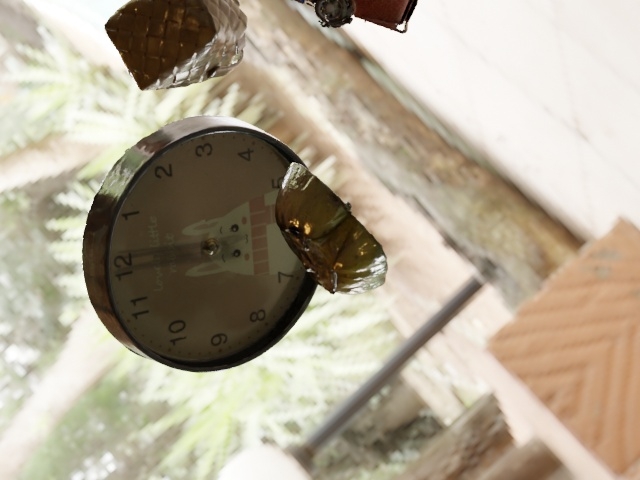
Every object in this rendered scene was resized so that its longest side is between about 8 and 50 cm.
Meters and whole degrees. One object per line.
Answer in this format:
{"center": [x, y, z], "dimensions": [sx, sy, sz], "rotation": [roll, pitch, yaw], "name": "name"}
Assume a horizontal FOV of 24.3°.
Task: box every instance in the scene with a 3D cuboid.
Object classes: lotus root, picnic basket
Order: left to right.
{"center": [-0.148, -0.239, 1.679], "dimensions": [0.128, 0.138, 0.178], "rotation": [57, -158, -2], "name": "picnic basket"}
{"center": [0.000, 0.002, 1.891], "dimensions": [0.183, 0.078, 0.203], "rotation": [42, 163, 21], "name": "lotus root"}

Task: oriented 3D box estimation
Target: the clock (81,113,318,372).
{"center": [-0.161, 0.009, 2.186], "dimensions": [0.076, 0.386, 0.386], "rotation": [21, 153, 55], "name": "clock"}

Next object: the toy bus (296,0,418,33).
{"center": [-0.031, -0.234, 1.162], "dimensions": [0.235, 0.096, 0.073], "rotation": [14, -148, -11], "name": "toy bus"}
